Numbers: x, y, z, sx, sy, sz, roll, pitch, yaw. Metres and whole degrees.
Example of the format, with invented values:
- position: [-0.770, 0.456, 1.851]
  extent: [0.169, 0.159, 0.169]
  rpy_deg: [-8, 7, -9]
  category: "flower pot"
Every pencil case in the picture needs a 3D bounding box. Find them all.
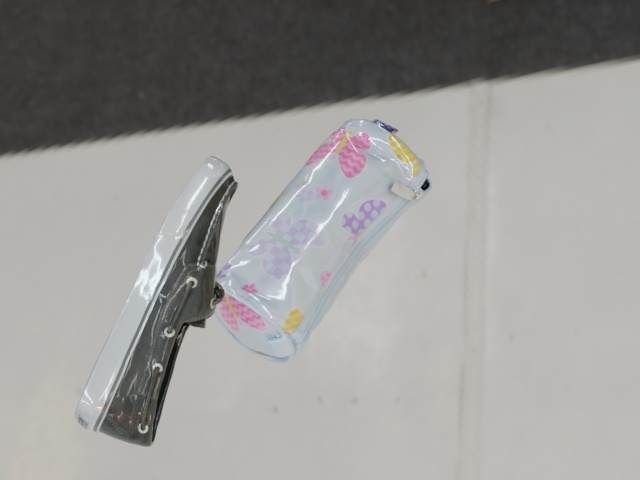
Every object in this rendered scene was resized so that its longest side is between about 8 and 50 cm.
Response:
- position: [0.000, 0.000, 1.721]
  extent: [0.124, 0.113, 0.273]
  rpy_deg: [32, 64, 18]
  category: "pencil case"

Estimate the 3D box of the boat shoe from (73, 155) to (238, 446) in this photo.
- position: [-0.069, 0.030, 0.781]
  extent: [0.040, 0.049, 0.142]
  rpy_deg: [26, 88, 1]
  category: "boat shoe"
